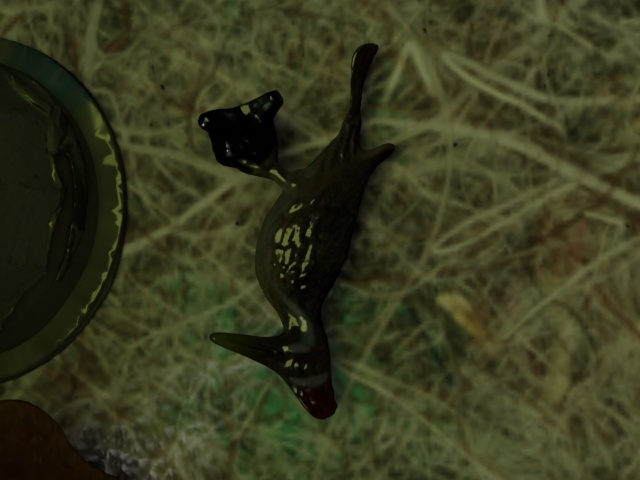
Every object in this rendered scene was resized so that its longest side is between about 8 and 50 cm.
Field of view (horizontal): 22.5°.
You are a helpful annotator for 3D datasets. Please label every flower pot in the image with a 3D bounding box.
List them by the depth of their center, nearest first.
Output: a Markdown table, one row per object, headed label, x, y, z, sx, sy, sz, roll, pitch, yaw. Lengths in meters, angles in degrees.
| label | x | y | z | sx | sy | sz | roll | pitch | yaw |
| --- | --- | --- | --- | --- | --- | --- | --- | --- | --- |
| flower pot | -0.240 | -0.019 | 0.878 | 0.212 | 0.202 | 0.212 | 0 | 89 | 18 |

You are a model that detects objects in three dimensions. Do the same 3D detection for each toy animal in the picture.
| label | x | y | z | sx | sy | sz | roll | pitch | yaw |
| --- | --- | --- | --- | --- | --- | --- | --- | --- | --- |
| toy animal | -0.010 | -0.005 | 0.868 | 0.105 | 0.070 | 0.202 | -3 | 80 | -1 |

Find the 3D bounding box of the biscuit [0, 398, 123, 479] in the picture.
| label | x | y | z | sx | sy | sz | roll | pitch | yaw |
| --- | --- | --- | --- | --- | --- | --- | --- | --- | --- |
| biscuit | -0.173 | 0.221 | 0.813 | 0.049 | 0.257 | 0.273 | -21 | 94 | 49 |
